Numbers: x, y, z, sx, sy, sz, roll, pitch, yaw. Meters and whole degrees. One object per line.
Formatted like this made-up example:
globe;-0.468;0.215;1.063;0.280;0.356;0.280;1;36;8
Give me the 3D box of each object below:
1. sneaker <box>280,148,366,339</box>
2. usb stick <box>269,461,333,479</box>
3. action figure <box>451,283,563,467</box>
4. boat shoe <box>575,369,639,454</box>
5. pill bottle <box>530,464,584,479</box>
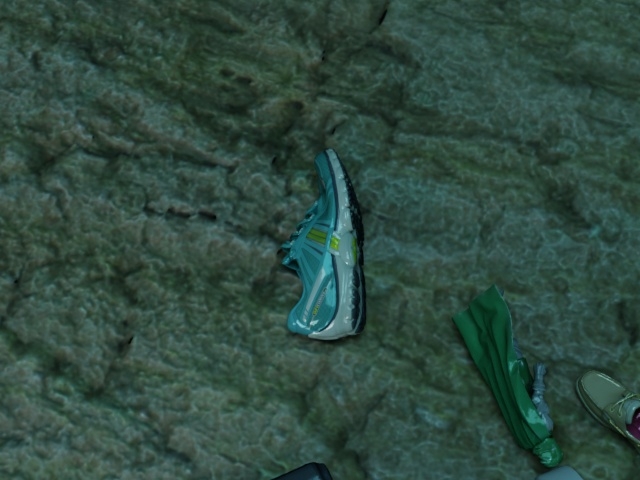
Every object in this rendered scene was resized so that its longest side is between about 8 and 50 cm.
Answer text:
sneaker;0.000;0.000;1.895;0.110;0.107;0.275;-4;63;10
usb stick;-0.110;0.357;1.747;0.278;0.045;0.077;-23;60;-10
action figure;0.249;0.181;1.799;0.063;0.137;0.232;-15;72;-20
boat shoe;0.397;0.221;1.793;0.063;0.059;0.170;-42;70;-17
pill bottle;0.193;0.383;1.662;0.283;0.160;0.160;-24;65;-10
